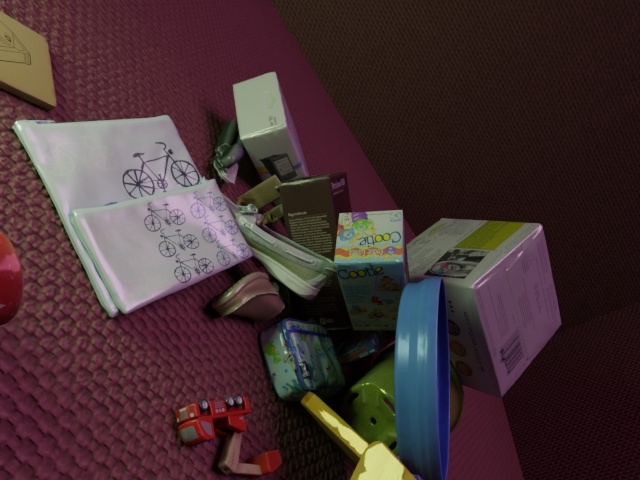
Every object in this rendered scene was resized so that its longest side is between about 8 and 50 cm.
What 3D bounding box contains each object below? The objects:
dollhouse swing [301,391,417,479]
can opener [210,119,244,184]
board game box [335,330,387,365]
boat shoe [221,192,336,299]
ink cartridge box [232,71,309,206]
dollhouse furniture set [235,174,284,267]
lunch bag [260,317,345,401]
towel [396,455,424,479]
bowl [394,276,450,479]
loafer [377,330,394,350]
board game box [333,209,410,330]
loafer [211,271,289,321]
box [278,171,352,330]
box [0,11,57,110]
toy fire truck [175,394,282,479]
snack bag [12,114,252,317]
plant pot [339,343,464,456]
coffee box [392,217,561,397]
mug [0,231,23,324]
[{"bbox_3d":[0.050,0.514,0.897,0.315,0.305,0.346,-57,144,-26],"label":"dollhouse swing"},{"bbox_3d":[-0.228,-0.240,1.282,0.074,0.093,0.280,49,19,-30],"label":"can opener"},{"bbox_3d":[0.109,0.279,1.344,0.035,0.136,0.201,62,21,0],"label":"board game box"},{"bbox_3d":[-0.113,-0.006,1.043,0.320,0.103,0.118,40,5,0],"label":"boat shoe"},{"bbox_3d":[-0.129,-0.277,1.377,0.306,0.131,0.226,65,10,-56],"label":"ink cartridge box"},{"bbox_3d":[-0.131,-0.049,1.204,0.144,0.123,0.151,53,22,-21],"label":"dollhouse furniture set"},{"bbox_3d":[-0.036,0.264,1.088,0.219,0.090,0.176,29,35,-58],"label":"lunch bag"},{"bbox_3d":[0.234,0.677,1.273,0.336,0.040,0.243,32,35,-54],"label":"towel"},{"bbox_3d":[0.210,0.268,0.970,0.391,0.077,0.390,-2,90,-72],"label":"bowl"},{"bbox_3d":[0.123,0.211,1.499,0.319,0.112,0.112,52,22,-25],"label":"loafer"},{"bbox_3d":[0.127,0.076,1.106,0.275,0.144,0.142,73,19,-49],"label":"board game box"},{"bbox_3d":[-0.127,0.124,1.023,0.092,0.102,0.268,59,19,9],"label":"loafer"},{"bbox_3d":[0.013,0.022,1.268,0.191,0.143,0.381,-38,119,-70],"label":"box"},{"bbox_3d":[-0.518,-0.310,0.759,0.201,0.021,0.164,24,42,-58],"label":"box"},{"bbox_3d":[-0.147,0.326,0.793,0.192,0.047,0.135,23,44,-59],"label":"toy fire truck"},{"bbox_3d":[-0.298,-0.073,0.851,0.323,0.037,0.342,-25,87,-55],"label":"snack bag"},{"bbox_3d":[0.185,0.415,1.225,0.254,0.276,0.276,-3,66,-55],"label":"plant pot"},{"bbox_3d":[0.409,0.161,1.360,0.338,0.334,0.337,-33,114,-32],"label":"coffee box"},{"bbox_3d":[-0.415,0.046,0.468,0.169,0.150,0.113,-17,116,-65],"label":"mug"}]
